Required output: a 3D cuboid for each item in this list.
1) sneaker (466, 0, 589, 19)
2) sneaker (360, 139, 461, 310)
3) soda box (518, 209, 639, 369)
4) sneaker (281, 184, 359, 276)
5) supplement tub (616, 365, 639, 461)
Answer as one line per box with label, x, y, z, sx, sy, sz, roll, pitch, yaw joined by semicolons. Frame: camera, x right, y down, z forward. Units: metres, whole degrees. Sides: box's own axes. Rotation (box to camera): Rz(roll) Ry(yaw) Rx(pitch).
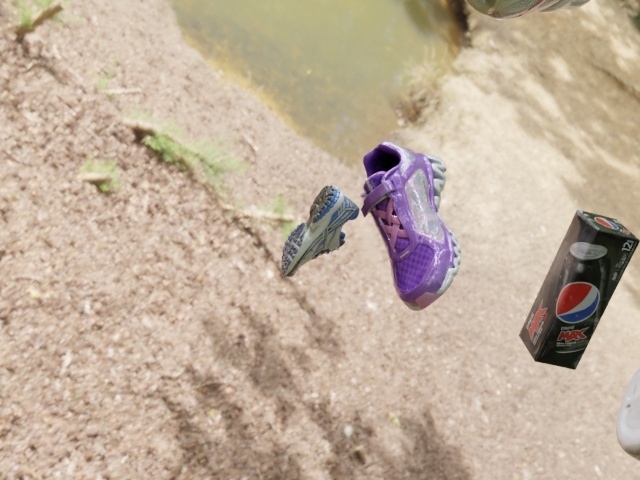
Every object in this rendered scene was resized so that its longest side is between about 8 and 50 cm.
sneaker;0.163;-0.261;0.572;0.111;0.252;0.103;-34;53;-25
sneaker;0.093;-0.028;0.926;0.104;0.095;0.236;31;40;-32
soda box;0.282;0.056;0.874;0.053;0.169;0.060;13;23;-12
sneaker;0.000;0.000;0.961;0.058;0.135;0.052;26;29;-21
supplement tub;0.615;0.296;1.149;0.316;0.194;0.194;28;35;1
